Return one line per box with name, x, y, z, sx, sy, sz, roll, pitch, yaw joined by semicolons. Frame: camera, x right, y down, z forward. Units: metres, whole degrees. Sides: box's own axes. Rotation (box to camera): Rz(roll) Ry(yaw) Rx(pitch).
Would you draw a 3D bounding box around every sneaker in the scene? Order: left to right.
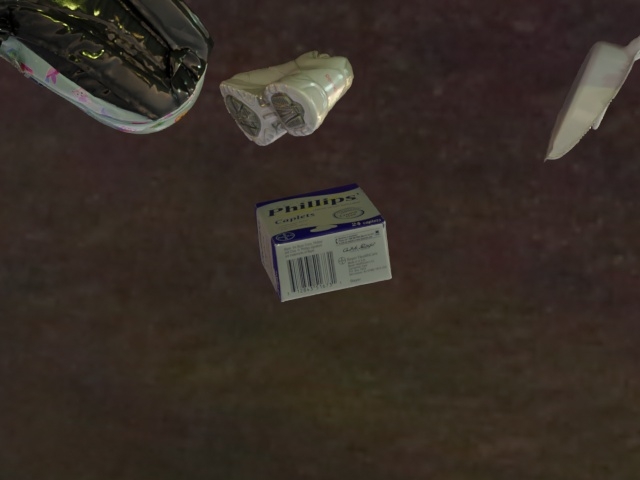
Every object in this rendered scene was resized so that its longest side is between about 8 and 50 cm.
sneaker;-0.034;-0.179;1.750;0.232;0.115;0.090;10;132;57

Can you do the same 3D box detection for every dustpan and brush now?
dustpan and brush;0.317;-0.186;1.563;0.060;0.147;0.211;24;122;3

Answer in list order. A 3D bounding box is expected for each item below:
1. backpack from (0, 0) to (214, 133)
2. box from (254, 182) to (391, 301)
backpack;-0.174;-0.170;1.179;0.182;0.152;0.115;37;173;-6
box;0.000;0.000;1.606;0.126;0.072;0.137;-12;-158;-9
